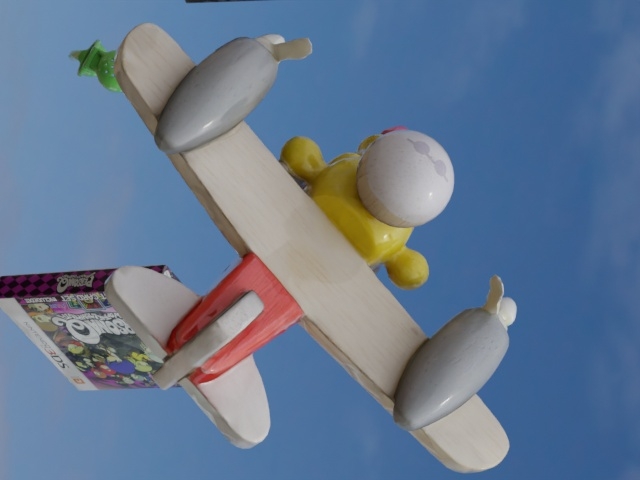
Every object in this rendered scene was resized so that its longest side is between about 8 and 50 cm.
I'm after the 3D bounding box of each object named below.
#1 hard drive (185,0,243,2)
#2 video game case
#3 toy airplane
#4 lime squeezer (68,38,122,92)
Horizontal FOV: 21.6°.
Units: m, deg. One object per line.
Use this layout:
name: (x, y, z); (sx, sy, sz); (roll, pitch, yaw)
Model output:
hard drive: (-0.116, -0.375, 1.829); (0.054, 0.172, 0.254); (-64, 145, -39)
video game case: (-0.238, 0.107, 1.988); (0.210, 0.232, 0.042); (57, 38, -46)
toy airplane: (0.000, 0.000, 1.494); (0.272, 0.386, 0.384); (-39, -134, 35)
lime squeezer: (-0.275, -0.233, 2.258); (0.310, 0.110, 0.059); (25, -76, 40)
